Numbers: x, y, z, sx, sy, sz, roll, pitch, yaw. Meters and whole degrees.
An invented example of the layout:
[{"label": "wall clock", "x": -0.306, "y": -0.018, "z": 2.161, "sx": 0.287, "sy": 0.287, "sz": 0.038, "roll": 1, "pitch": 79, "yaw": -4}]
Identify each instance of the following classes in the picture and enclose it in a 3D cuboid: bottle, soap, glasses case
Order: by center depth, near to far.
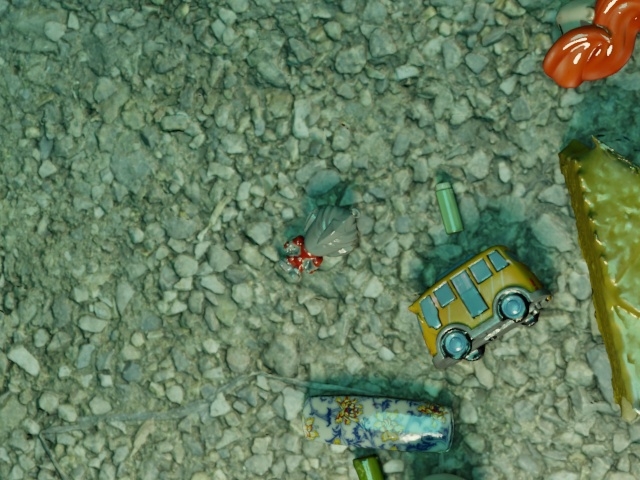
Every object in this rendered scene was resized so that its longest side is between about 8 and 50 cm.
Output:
[{"label": "soap", "x": 0.420, "y": 0.050, "z": 1.589, "sx": 0.338, "sy": 0.169, "sz": 0.304, "roll": 38, "pitch": 89, "yaw": 14}, {"label": "bottle", "x": 0.206, "y": -0.052, "z": 1.721, "sx": 0.030, "sy": 0.030, "sz": 0.083, "roll": -16, "pitch": 84, "yaw": 15}, {"label": "glasses case", "x": 0.092, "y": 0.294, "z": 1.730, "sx": 0.248, "sy": 0.065, "sz": 0.087, "roll": 3, "pitch": 92, "yaw": 17}]

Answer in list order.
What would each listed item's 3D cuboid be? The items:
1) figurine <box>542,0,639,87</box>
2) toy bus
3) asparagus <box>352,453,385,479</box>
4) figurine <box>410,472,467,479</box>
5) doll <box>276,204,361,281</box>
[{"label": "figurine", "x": 0.417, "y": -0.372, "z": 1.596, "sx": 0.208, "sy": 0.181, "sz": 0.257, "roll": -15, "pitch": 92, "yaw": -13}, {"label": "toy bus", "x": 0.242, "y": 0.100, "z": 1.662, "sx": 0.209, "sy": 0.126, "sz": 0.136, "roll": -36, "pitch": 72, "yaw": 13}, {"label": "asparagus", "x": 0.098, "y": 0.435, "z": 1.741, "sx": 0.045, "sy": 0.041, "sz": 0.178, "roll": -16, "pitch": 85, "yaw": -16}, {"label": "figurine", "x": 0.180, "y": 0.431, "z": 1.601, "sx": 0.189, "sy": 0.263, "sz": 0.142, "roll": 34, "pitch": 97, "yaw": 12}, {"label": "doll", "x": 0.000, "y": 0.000, "z": 1.760, "sx": 0.180, "sy": 0.079, "sz": 0.094, "roll": -41, "pitch": 94, "yaw": 25}]
